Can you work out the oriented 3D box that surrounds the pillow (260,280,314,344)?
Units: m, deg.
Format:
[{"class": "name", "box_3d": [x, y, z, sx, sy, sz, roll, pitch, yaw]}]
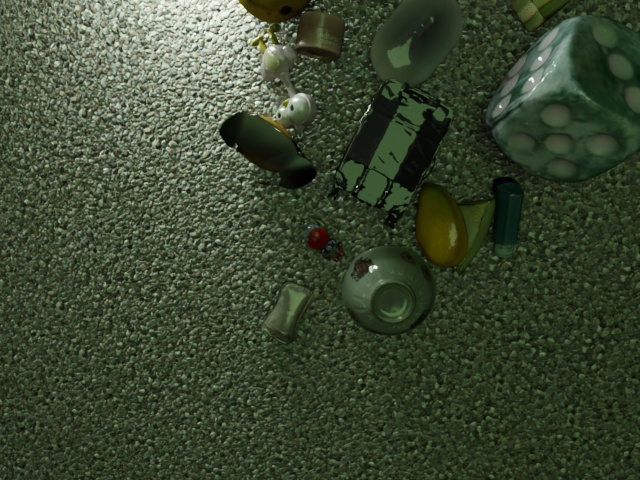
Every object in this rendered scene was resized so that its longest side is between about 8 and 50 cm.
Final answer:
[{"class": "pillow", "box_3d": [-0.121, 0.260, 1.586, 0.131, 0.038, 0.232, 26, 98, 3]}]

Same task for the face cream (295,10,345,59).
[{"class": "face cream", "box_3d": [-0.001, -0.650, 1.401, 0.149, 0.149, 0.104, 10, 99, 2]}]

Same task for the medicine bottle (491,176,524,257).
[{"class": "medicine bottle", "box_3d": [0.622, -0.077, 1.470, 0.079, 0.124, 0.258, -2, 109, 0]}]

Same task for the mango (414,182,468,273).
[{"class": "mango", "box_3d": [0.397, -0.044, 1.461, 0.177, 0.119, 0.316, -15, 84, 49]}]

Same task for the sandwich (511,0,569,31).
[{"class": "sandwich", "box_3d": [0.708, -0.756, 1.348, 0.187, 0.144, 0.117, -37, 96, 8]}]

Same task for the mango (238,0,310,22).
[{"class": "mango", "box_3d": [-0.122, -0.902, 1.331, 0.300, 0.232, 0.445, 14, 97, 18]}]

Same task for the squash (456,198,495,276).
[{"class": "squash", "box_3d": [0.530, -0.008, 1.475, 0.093, 0.170, 0.251, -16, 98, -39]}]

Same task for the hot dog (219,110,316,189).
[{"class": "hot dog", "box_3d": [-0.172, -0.302, 1.486, 0.194, 0.107, 0.326, -37, 104, 17]}]

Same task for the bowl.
[{"class": "bowl", "box_3d": [0.240, 0.191, 1.497, 0.338, 0.157, 0.336, 1, 99, 3]}]

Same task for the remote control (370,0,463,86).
[{"class": "remote control", "box_3d": [0.308, -0.647, 1.406, 0.221, 0.103, 0.332, 40, 98, -8]}]

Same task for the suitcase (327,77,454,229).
[{"class": "suitcase", "box_3d": [0.228, -0.282, 1.413, 0.283, 0.194, 0.433, 26, 98, 0]}]

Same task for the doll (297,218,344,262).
[{"class": "doll", "box_3d": [0.001, -0.001, 1.535, 0.195, 0.062, 0.104, 40, 116, -10]}]

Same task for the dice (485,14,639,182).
[{"class": "dice", "box_3d": [0.713, -0.395, 1.251, 0.348, 0.330, 0.327, 31, 68, -2]}]

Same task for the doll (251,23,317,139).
[{"class": "doll", "box_3d": [-0.112, -0.510, 1.445, 0.160, 0.094, 0.364, -17, 91, 37]}]
